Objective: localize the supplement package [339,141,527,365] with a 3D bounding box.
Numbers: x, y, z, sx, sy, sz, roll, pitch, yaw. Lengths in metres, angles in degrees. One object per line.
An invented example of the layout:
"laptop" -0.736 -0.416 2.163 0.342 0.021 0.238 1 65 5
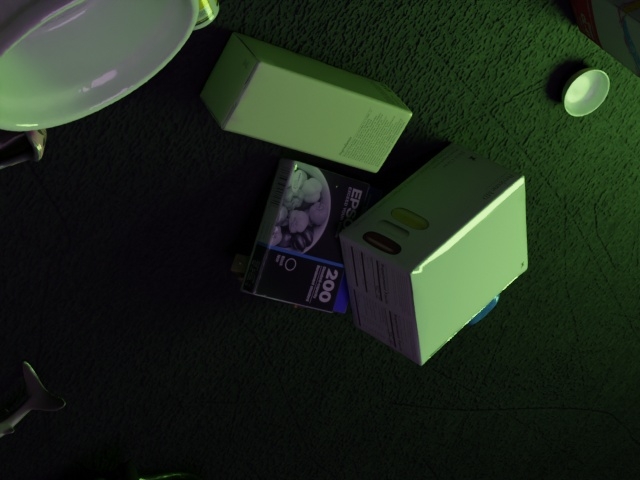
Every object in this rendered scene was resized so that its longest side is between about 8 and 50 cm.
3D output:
"supplement package" 0.178 0.017 1.918 0.262 0.145 0.204 -39 140 -27

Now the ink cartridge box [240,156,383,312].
"ink cartridge box" 0.000 0.000 1.876 0.208 0.045 0.206 15 93 -38

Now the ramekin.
"ramekin" -0.288 -0.256 1.412 0.277 0.135 0.277 -30 168 -7

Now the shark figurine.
"shark figurine" -0.512 0.292 1.821 0.278 0.116 0.166 -11 132 -21

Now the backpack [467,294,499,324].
"backpack" 0.241 0.078 2.077 0.101 0.120 0.098 27 109 -42

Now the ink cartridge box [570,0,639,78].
"ink cartridge box" 0.528 -0.328 1.779 0.226 0.306 0.131 -29 135 -6

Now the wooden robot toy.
"wooden robot toy" -0.071 0.044 1.923 0.173 0.076 0.079 31 72 -43

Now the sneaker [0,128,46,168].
"sneaker" -0.481 -0.106 1.494 0.319 0.131 0.112 -21 134 -14

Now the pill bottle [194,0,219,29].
"pill bottle" -0.169 -0.316 1.521 0.065 0.065 0.116 -28 140 -7

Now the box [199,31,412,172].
"box" -0.017 -0.186 1.728 0.275 0.094 0.113 15 116 -38

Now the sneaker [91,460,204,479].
"sneaker" -0.222 0.512 2.121 0.202 0.185 0.483 -41 136 11

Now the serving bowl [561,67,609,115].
"serving bowl" 0.413 -0.238 1.983 0.083 0.027 0.083 -16 131 -19
